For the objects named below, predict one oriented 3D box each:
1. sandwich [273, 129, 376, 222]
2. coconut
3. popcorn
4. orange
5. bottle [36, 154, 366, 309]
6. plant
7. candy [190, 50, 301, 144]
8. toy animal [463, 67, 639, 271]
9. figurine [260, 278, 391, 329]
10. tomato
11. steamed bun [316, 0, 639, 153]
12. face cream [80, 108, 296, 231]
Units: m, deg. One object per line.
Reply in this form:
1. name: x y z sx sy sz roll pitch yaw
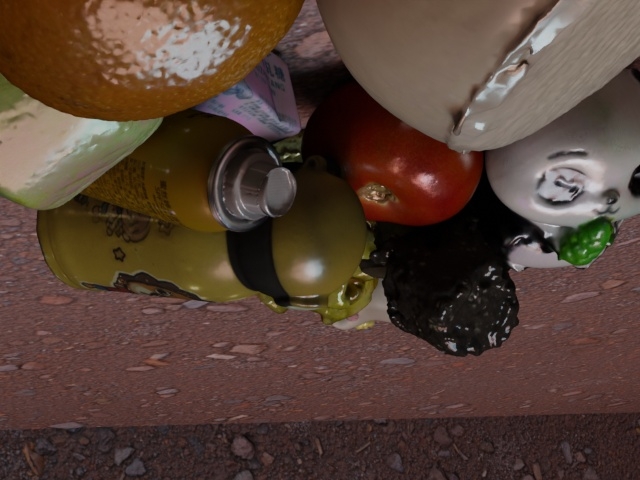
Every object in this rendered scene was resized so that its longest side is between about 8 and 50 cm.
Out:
1. sandwich: 0.048 -0.076 1.560 0.258 0.094 0.096 6 159 -33
2. coconut: -0.241 -0.134 1.082 0.236 0.204 0.236 -32 -177 2
3. popcorn: 0.000 0.000 1.690 0.203 0.200 0.226 -42 118 15
4. orange: -0.120 -0.209 0.862 0.264 0.264 0.264 -7 162 -2
5. bottle: -0.118 -0.016 1.382 0.351 0.171 0.171 6 171 32
6. plant: 0.132 0.037 1.476 0.142 0.131 0.203 -32 -147 -16
7. candy: -0.089 -0.154 1.262 0.073 0.092 0.160 -20 156 22
8. toy animal: 0.272 -0.073 1.466 0.213 0.212 0.266 -3 162 -14
9. figurine: 0.035 0.071 1.988 0.236 0.127 0.155 -5 173 11
10. tomato: 0.079 -0.099 1.410 0.195 0.136 0.195 14 155 7
11. steamed bun: 0.143 -0.242 0.783 0.374 0.241 0.374 -37 171 -7
12. face cream: -0.159 -0.077 1.201 0.349 0.105 0.105 17 -178 41
